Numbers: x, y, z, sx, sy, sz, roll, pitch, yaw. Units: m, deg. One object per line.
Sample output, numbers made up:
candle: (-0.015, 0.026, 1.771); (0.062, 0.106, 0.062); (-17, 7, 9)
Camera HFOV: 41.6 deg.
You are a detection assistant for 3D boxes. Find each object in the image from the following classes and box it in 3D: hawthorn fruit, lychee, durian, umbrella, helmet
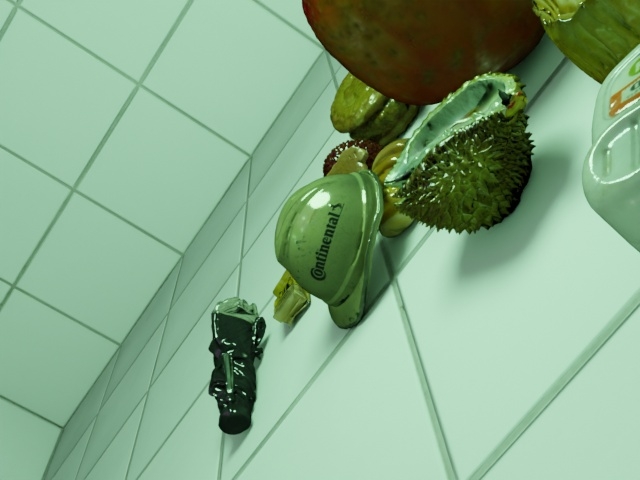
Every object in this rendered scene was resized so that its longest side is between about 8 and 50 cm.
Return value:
hawthorn fruit: (0.175, -0.374, 1.263); (0.403, 0.402, 0.403); (-52, 16, 21)
lychee: (0.071, -0.128, 1.561); (0.123, 0.129, 0.123); (166, 90, -72)
durian: (0.201, -0.103, 1.048); (0.194, 0.137, 0.237); (-59, 13, -26)
umbrella: (-0.160, 0.226, 1.611); (0.358, 0.113, 0.106); (-99, 16, -61)
helmet: (-0.004, 0.003, 1.331); (0.204, 0.137, 0.258); (177, 103, -70)

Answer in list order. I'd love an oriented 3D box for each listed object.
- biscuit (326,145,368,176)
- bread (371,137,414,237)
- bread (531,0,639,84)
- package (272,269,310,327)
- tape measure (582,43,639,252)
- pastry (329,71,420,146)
biscuit: (0.041, -0.045, 1.500); (0.162, 0.035, 0.250); (30, 111, 40)
bread: (0.125, -0.089, 1.375); (0.119, 0.084, 0.177); (-43, 25, 47)
bread: (0.356, -0.307, 0.961); (0.227, 0.142, 0.253); (-48, 21, 29)
package: (-0.057, 0.109, 1.624); (0.071, 0.047, 0.131); (-57, 13, 12)
tape measure: (0.337, -0.108, 0.647); (0.258, 0.130, 0.265); (-41, 16, 40)
pastry: (0.136, -0.298, 1.703); (0.235, 0.132, 0.240); (-33, 34, 40)
